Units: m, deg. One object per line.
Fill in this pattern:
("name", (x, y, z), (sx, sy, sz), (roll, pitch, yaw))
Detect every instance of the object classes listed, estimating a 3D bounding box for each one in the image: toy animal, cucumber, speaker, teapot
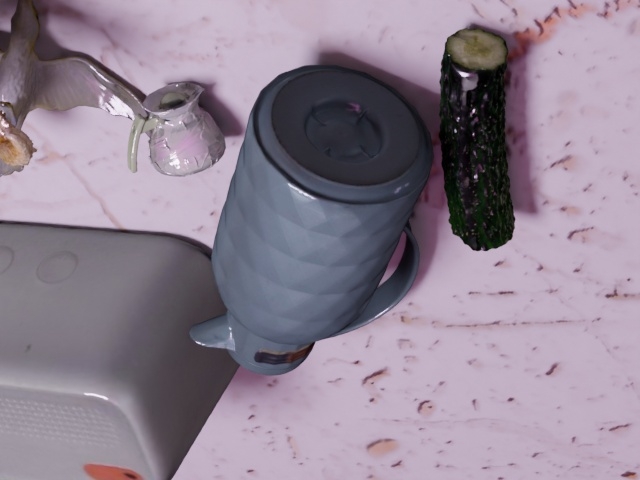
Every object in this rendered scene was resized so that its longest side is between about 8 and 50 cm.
("toy animal", (-0.245, -0.131, 1.355), (0.219, 0.095, 0.155), (15, 141, 9))
("cucumber", (0.118, -0.076, 1.269), (0.058, 0.058, 0.187), (8, 135, 18))
("speaker", (-0.292, 0.108, 1.548), (0.406, 0.184, 0.183), (4, 133, 22))
("teapot", (-0.122, -0.089, 1.356), (0.083, 0.064, 0.064), (-23, 122, -14))

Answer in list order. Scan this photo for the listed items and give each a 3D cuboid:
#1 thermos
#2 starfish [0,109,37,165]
("thermos", (0.000, 0.000, 1.350), (0.182, 0.145, 0.286), (-4, 144, -19))
("starfish", (-0.329, -0.173, 1.303), (0.302, 0.060, 0.299), (-24, 88, 50))
